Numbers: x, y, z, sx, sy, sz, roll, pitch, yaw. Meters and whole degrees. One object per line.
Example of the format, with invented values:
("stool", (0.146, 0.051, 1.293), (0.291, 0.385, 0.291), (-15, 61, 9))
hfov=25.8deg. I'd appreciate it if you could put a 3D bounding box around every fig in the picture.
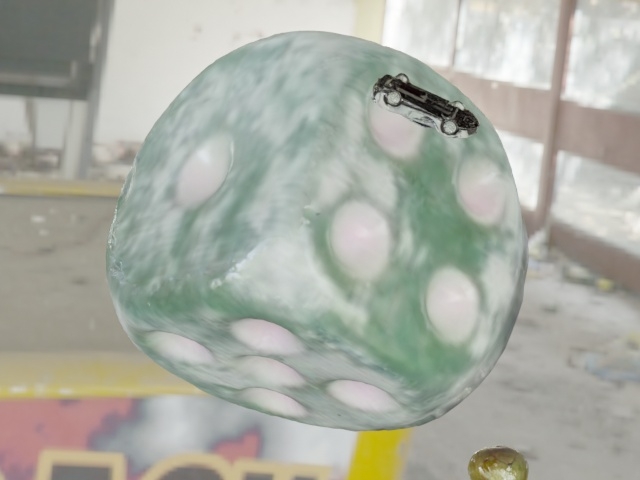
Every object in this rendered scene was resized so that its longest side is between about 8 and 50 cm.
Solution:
("fig", (0.257, 0.339, 1.979), (0.082, 0.098, 0.084), (-23, -25, 20))

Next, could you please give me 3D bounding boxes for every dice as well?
("dice", (0.000, 0.000, 1.505), (0.348, 0.328, 0.330), (34, -29, -33))

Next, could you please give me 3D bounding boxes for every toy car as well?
("toy car", (0.086, -0.107, 1.139), (0.093, 0.025, 0.041), (28, 32, 5))
